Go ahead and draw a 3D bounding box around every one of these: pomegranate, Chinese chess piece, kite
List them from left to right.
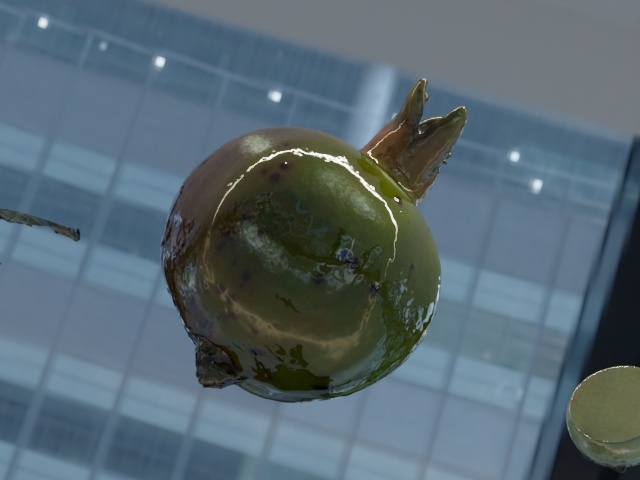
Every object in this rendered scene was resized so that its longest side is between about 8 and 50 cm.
[{"bbox_3d":[-0.267,-0.024,1.385,0.156,0.011,0.139,15,-45,12],"label":"kite"},{"bbox_3d":[0.003,-0.003,1.161,0.198,0.246,0.198,37,19,-15],"label":"pomegranate"},{"bbox_3d":[0.232,0.136,1.310,0.084,0.084,0.034,6,-40,28],"label":"Chinese chess piece"}]
